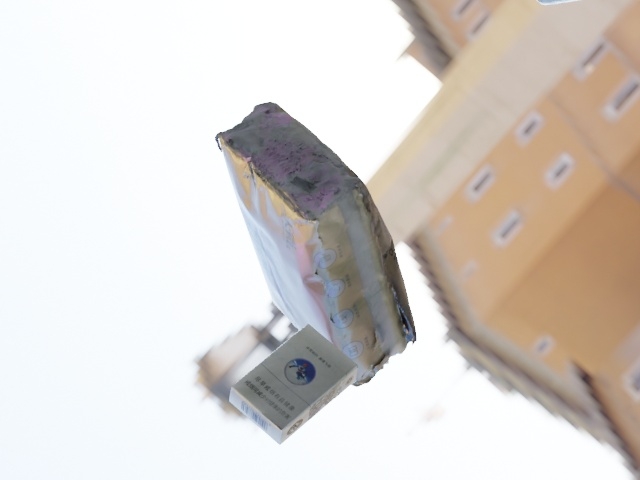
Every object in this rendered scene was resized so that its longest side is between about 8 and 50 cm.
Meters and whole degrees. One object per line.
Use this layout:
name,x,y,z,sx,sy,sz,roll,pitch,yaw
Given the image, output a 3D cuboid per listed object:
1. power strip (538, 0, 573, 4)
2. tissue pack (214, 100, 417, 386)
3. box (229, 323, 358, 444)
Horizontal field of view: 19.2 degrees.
power strip,0.265,-0.220,1.325,0.105,0.257,0.070,-177,74,-71
tissue pack,0.000,0.000,2.059,0.215,0.123,0.256,42,156,47
box,-0.019,0.105,1.393,0.054,0.083,0.024,38,149,23
